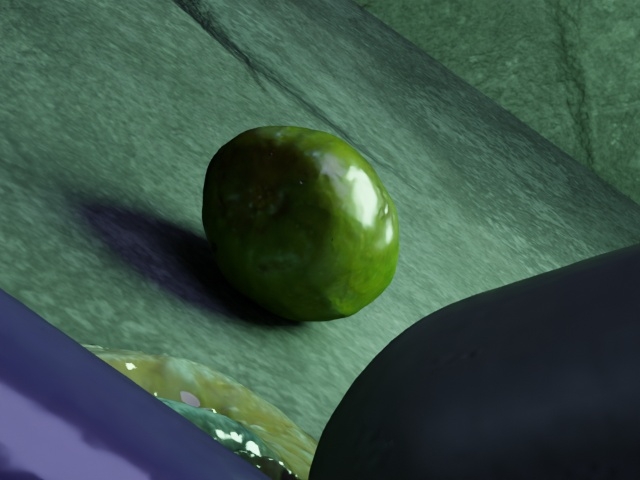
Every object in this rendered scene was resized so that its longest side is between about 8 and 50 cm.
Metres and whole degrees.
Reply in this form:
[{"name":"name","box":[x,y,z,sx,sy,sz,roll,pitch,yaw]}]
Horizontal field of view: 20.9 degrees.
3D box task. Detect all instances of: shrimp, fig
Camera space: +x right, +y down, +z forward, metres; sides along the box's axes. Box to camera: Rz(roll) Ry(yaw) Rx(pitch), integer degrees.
[{"name":"shrimp","box":[-0.131,0.115,1.063,0.221,0.110,0.446,42,14,35]},{"name":"fig","box":[-0.013,0.004,1.515,0.167,0.167,0.233,54,-12,44]}]

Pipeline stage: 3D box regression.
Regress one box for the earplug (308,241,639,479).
[{"name":"earplug","box":[0.190,0.152,1.000,0.312,0.394,0.312,42,40,-49]}]

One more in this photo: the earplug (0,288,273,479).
[{"name":"earplug","box":[-0.171,0.108,0.741,0.456,0.215,0.215,31,17,1]}]
